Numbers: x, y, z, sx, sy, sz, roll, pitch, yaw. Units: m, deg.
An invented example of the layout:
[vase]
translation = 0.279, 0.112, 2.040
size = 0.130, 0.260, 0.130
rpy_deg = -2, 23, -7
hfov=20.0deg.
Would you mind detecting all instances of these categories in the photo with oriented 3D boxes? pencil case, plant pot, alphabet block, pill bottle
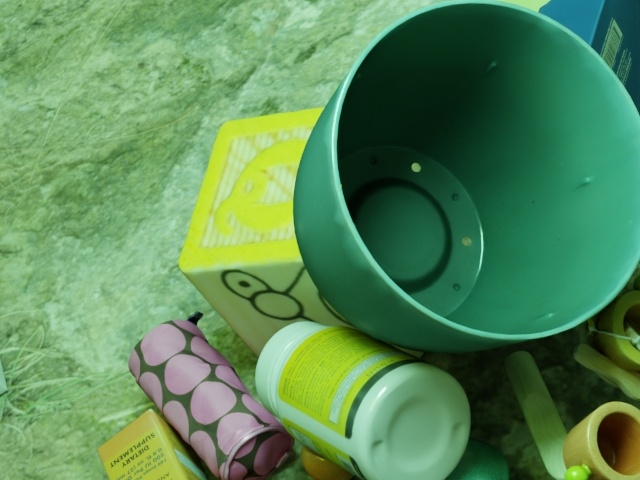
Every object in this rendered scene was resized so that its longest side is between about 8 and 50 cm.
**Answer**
[pencil case]
translation = -0.107, 0.164, 1.848
size = 0.095, 0.098, 0.209
rpy_deg = -54, 46, 12
[plant pot]
translation = 0.107, -0.032, 1.595
size = 0.293, 0.293, 0.235
rpy_deg = -62, 10, -23
[alphabet block]
translation = 0.000, 0.000, 1.836
size = 0.192, 0.197, 0.193
rpy_deg = -7, 52, 27
[pill bottle]
translation = 0.032, 0.145, 1.649
size = 0.119, 0.119, 0.208
rpy_deg = -49, 32, -12

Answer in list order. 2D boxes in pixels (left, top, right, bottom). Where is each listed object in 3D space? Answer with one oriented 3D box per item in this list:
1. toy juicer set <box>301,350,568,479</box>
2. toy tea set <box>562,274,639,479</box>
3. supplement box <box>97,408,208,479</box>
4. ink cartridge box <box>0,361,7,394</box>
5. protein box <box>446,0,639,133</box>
[toy juicer set]
translation = 0.115, 0.206, 1.686
size = 0.329, 0.089, 0.209
rpy_deg = -21, 33, 27
[toy tea set]
translation = 0.295, 0.187, 1.491
size = 0.124, 0.200, 0.336
rpy_deg = -38, 29, 56
[supplement box]
translation = -0.139, 0.277, 1.785
size = 0.078, 0.080, 0.233
rpy_deg = -37, 46, 4
[ink cartridge box]
translation = -0.431, 0.144, 2.081
size = 0.115, 0.067, 0.198
rpy_deg = -31, 43, 7
[protein box]
translation = 0.244, -0.141, 1.795
size = 0.136, 0.201, 0.200
rpy_deg = 1, 56, 32
